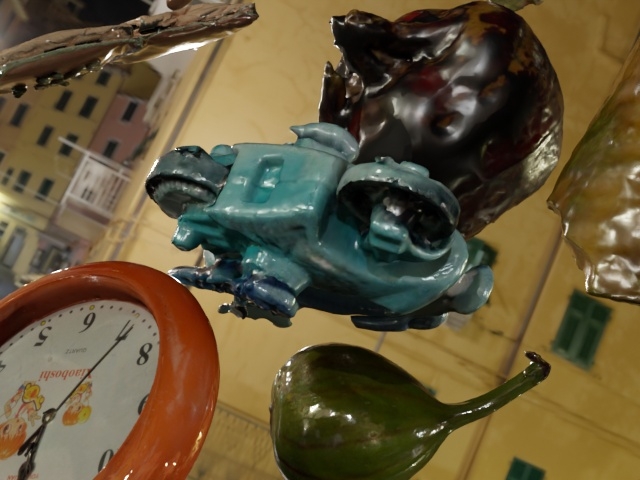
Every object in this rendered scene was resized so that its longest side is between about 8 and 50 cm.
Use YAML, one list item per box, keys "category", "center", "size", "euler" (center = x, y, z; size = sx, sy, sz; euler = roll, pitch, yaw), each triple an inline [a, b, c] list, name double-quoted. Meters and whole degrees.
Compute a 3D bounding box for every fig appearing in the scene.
- category: "fig"
  center: [0.081, 0.167, 0.822]
  size: [0.259, 0.151, 0.151]
  euler: [-4, -15, 5]

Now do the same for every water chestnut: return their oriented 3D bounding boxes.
- category: "water chestnut"
  center: [0.116, -0.128, 0.958]
  size: [0.289, 0.289, 0.244]
  euler: [19, 11, 29]

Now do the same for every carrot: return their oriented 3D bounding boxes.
- category: "carrot"
  center: [0.348, -0.068, 0.753]
  size: [0.242, 0.340, 0.241]
  euler: [28, -4, 2]

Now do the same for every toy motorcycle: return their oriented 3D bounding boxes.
- category: "toy motorcycle"
  center: [0.000, 0.000, 0.669]
  size: [0.260, 0.154, 0.206]
  euler: [6, -29, 32]

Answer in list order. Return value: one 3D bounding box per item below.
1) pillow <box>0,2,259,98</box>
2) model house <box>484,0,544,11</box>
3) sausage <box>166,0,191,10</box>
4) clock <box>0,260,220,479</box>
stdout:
- category: "pillow"
  center: [-0.175, -0.162, 0.743]
  size: [0.233, 0.043, 0.126]
  euler: [-20, 13, -28]
- category: "model house"
  center: [0.255, -0.439, 1.220]
  size: [0.160, 0.254, 0.196]
  euler: [-10, -53, 38]
- category: "sausage"
  center: [-0.186, -0.423, 1.400]
  size: [0.043, 0.043, 0.186]
  euler: [31, -37, -29]
- category: "clock"
  center: [-0.148, 0.098, 0.486]
  size: [0.205, 0.205, 0.051]
  euler: [16, -30, 40]
